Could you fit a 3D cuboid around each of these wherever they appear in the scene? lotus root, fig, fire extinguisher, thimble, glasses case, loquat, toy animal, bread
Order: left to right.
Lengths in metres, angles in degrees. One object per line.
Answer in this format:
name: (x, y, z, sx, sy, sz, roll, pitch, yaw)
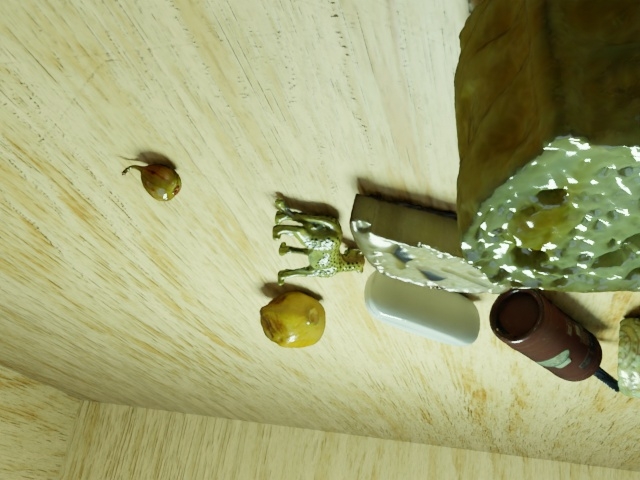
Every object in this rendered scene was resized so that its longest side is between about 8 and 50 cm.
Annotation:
fig: (-0.232, -0.085, 1.004, 0.083, 0.050, 0.050, 21, 159, 8)
loquat: (-0.057, 0.153, 1.424, 0.137, 0.112, 0.137, -1, 180, 0)
toy animal: (0.000, 0.000, 1.097, 0.136, 0.073, 0.181, 0, 144, 2)
glasses case: (0.176, 0.115, 1.247, 0.234, 0.092, 0.059, 20, 154, -26)
lotus root: (0.153, 0.014, 1.046, 0.261, 0.074, 0.170, 13, 160, -6)
fire extinguisher: (0.433, 0.193, 1.281, 0.344, 0.102, 0.138, 32, -173, -40)
bread: (0.210, -0.100, 0.539, 0.196, 0.251, 0.238, 20, 151, -13)
thimble: (0.577, 0.202, 1.231, 0.144, 0.137, 0.190, 0, 167, 22)
